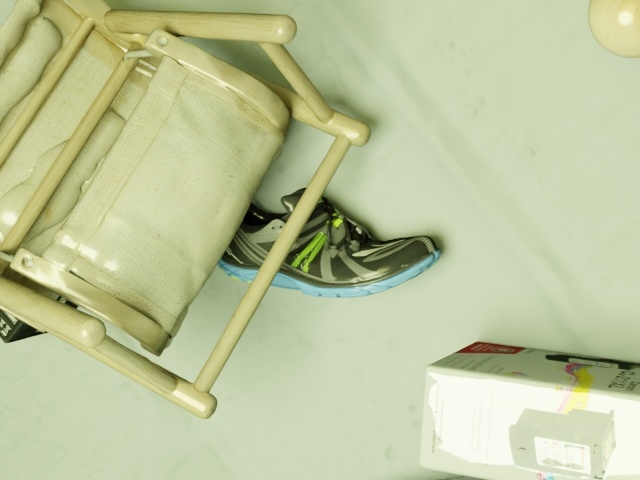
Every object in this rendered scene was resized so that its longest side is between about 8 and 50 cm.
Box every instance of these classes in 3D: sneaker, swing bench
[{"bbox_3d":[0.000,0.000,0.840,0.188,0.067,0.078,7,104,27],"label":"sneaker"},{"bbox_3d":[-0.147,-0.048,0.795,0.255,0.165,0.253,22,75,32],"label":"swing bench"}]

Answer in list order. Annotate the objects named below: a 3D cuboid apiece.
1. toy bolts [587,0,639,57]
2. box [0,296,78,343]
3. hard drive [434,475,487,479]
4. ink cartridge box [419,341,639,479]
[{"bbox_3d":[0.147,-0.227,0.692,0.228,0.218,0.158,41,117,35],"label":"toy bolts"},{"bbox_3d":[-0.270,-0.026,0.956,0.180,0.077,0.147,45,111,14],"label":"box"},{"bbox_3d":[0.067,0.274,0.804,0.255,0.054,0.171,-21,58,31],"label":"hard drive"},{"bbox_3d":[0.172,0.122,0.741,0.175,0.127,0.072,5,95,23],"label":"ink cartridge box"}]
